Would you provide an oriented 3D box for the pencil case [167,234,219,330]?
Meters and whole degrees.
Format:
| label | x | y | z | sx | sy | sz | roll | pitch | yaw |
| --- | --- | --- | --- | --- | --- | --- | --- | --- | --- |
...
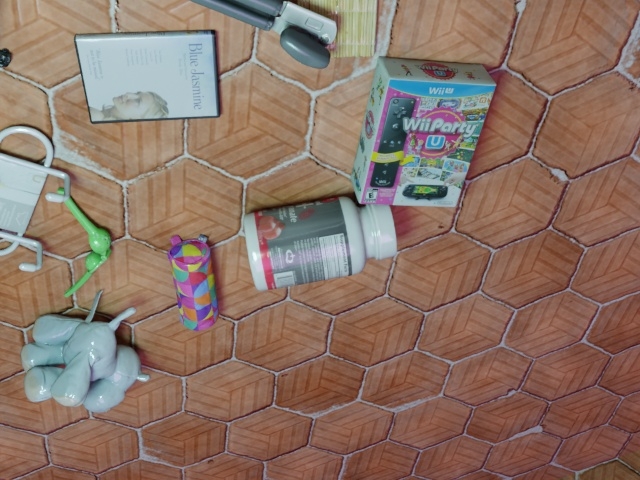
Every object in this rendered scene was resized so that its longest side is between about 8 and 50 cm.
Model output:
| label | x | y | z | sx | sy | sz | roll | pitch | yaw |
| --- | --- | --- | --- | --- | --- | --- | --- | --- | --- |
| pencil case | -0.292 | 0.100 | 1.695 | 0.104 | 0.104 | 0.236 | -6 | 130 | -7 |

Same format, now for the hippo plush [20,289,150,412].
| label | x | y | z | sx | sy | sz | roll | pitch | yaw |
| --- | --- | --- | --- | --- | --- | --- | --- | --- | --- |
| hippo plush | -0.555 | 0.284 | 1.767 | 0.294 | 0.234 | 0.236 | -58 | 151 | -15 |

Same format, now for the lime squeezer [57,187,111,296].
| label | x | y | z | sx | sy | sz | roll | pitch | yaw |
| --- | --- | --- | --- | --- | --- | --- | --- | --- | --- |
| lime squeezer | -0.517 | 0.026 | 1.610 | 0.110 | 0.059 | 0.310 | 2 | 131 | -14 |

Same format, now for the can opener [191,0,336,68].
| label | x | y | z | sx | sy | sz | roll | pitch | yaw |
| --- | --- | --- | --- | --- | --- | --- | --- | --- | --- |
| can opener | -0.098 | -0.398 | 1.290 | 0.280 | 0.093 | 0.074 | 21 | 141 | -17 |

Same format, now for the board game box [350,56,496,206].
| label | x | y | z | sx | sy | sz | roll | pitch | yaw |
| --- | --- | --- | --- | --- | --- | --- | --- | --- | --- |
| board game box | 0.204 | -0.217 | 1.516 | 0.224 | 0.097 | 0.303 | 1 | 130 | -12 |

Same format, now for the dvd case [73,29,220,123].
| label | x | y | z | sx | sy | sz | roll | pitch | yaw |
| --- | --- | --- | --- | --- | --- | --- | --- | --- | --- |
| dvd case | -0.320 | -0.306 | 1.381 | 0.253 | 0.022 | 0.180 | -4 | 131 | -8 |

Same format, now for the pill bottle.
| label | x | y | z | sx | sy | sz | roll | pitch | yaw |
| --- | --- | --- | --- | --- | --- | --- | --- | --- | --- |
| pill bottle | 0.000 | 0.000 | 1.609 | 0.318 | 0.176 | 0.176 | -10 | 132 | -3 |

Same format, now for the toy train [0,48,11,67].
| label | x | y | z | sx | sy | sz | roll | pitch | yaw |
| --- | --- | --- | --- | --- | --- | --- | --- | --- | --- |
| toy train | -0.631 | -0.336 | 1.290 | 0.158 | 0.027 | 0.036 | 12 | 138 | -21 |

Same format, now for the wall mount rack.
| label | x | y | z | sx | sy | sz | roll | pitch | yaw |
| --- | --- | --- | --- | --- | --- | --- | --- | --- | --- |
| wall mount rack | -0.673 | -0.071 | 1.436 | 0.304 | 0.130 | 0.350 | 16 | 125 | -27 |

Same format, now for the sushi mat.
| label | x | y | z | sx | sy | sz | roll | pitch | yaw |
| --- | --- | --- | --- | --- | --- | --- | --- | --- | --- |
| sushi mat | 0.032 | -0.470 | 1.310 | 0.151 | 0.019 | 0.316 | -5 | 131 | -6 |
